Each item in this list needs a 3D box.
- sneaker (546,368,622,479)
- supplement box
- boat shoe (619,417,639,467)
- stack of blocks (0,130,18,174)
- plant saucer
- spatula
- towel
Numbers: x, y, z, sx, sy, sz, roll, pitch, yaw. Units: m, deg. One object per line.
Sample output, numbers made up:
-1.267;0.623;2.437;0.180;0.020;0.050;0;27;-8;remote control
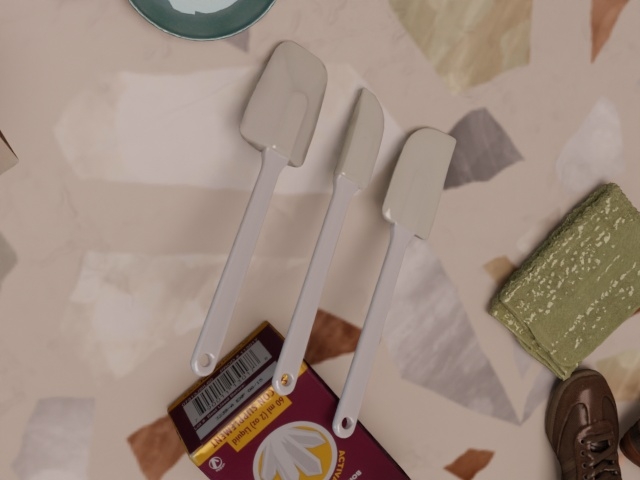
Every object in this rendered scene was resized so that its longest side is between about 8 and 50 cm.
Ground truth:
0.240;0.203;0.876;0.066;0.071;0.188;-12;110;-16;sneaker
-0.012;0.167;0.768;0.104;0.081;0.188;-42;116;-4;supplement box
0.337;0.204;0.925;0.178;0.064;0.060;34;126;-30;boat shoe
-0.331;-0.035;0.528;0.297;0.171;0.087;-34;147;-7;stack of blocks
-0.078;-0.191;0.665;0.119;0.021;0.119;-6;108;-18;plant saucer
0.000;0.000;0.709;0.168;0.019;0.242;28;72;-30;spatula
0.215;0.034;0.840;0.148;0.027;0.110;-47;115;0;towel
